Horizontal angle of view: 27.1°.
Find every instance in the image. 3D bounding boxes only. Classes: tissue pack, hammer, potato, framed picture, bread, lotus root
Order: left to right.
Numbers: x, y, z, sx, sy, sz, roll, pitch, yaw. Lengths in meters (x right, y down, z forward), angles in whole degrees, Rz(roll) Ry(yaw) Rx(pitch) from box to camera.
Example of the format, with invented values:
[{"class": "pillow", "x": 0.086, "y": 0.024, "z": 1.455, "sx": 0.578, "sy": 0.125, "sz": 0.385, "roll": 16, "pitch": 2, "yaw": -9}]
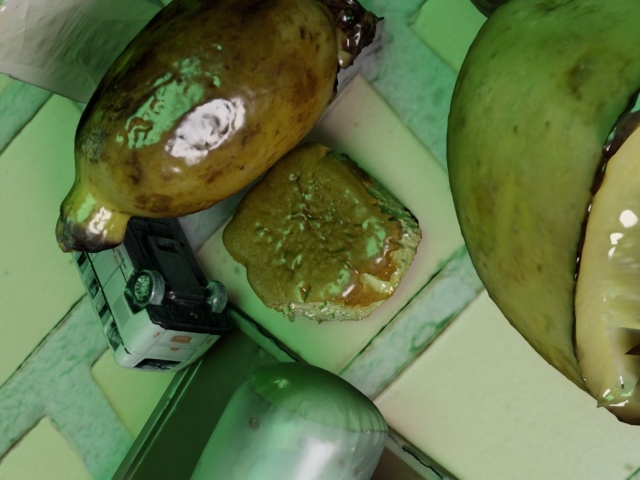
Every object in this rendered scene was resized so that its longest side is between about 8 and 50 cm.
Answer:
[{"class": "tissue pack", "x": -0.271, "y": -0.238, "z": 1.157, "sx": 0.225, "sy": 0.185, "sz": 0.124, "roll": 45, "pitch": 103, "yaw": 28}, {"class": "lotus root", "x": -0.089, "y": -0.109, "z": 1.012, "sx": 0.314, "sy": 0.141, "sz": 0.169, "roll": -44, "pitch": 16, "yaw": -10}, {"class": "framed picture", "x": -0.028, "y": 0.221, "z": 1.023, "sx": 0.315, "sy": 0.024, "sz": 0.232, "roll": 37, "pitch": 99, "yaw": 31}, {"class": "bread", "x": 0.000, "y": 0.000, "z": 1.023, "sx": 0.140, "sy": 0.069, "sz": 0.128, "roll": 46, "pitch": 104, "yaw": 30}, {"class": "hammer", "x": 0.051, "y": 0.234, "z": 0.906, "sx": 0.335, "sy": 0.119, "sz": 0.206, "roll": 28, "pitch": 99, "yaw": 24}, {"class": "potato", "x": 0.182, "y": -0.046, "z": 0.848, "sx": 0.242, "sy": 0.285, "sz": 0.242, "roll": -12, "pitch": 39, "yaw": 10}]

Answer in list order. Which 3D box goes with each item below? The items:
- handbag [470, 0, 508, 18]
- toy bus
[{"class": "handbag", "x": 0.193, "y": -0.325, "z": 0.935, "sx": 0.302, "sy": 0.149, "sz": 0.283, "roll": -31, "pitch": 65, "yaw": 23}, {"class": "toy bus", "x": -0.151, "y": 0.019, "z": 1.089, "sx": 0.089, "sy": 0.087, "sz": 0.194, "roll": -49, "pitch": 53, "yaw": 28}]
